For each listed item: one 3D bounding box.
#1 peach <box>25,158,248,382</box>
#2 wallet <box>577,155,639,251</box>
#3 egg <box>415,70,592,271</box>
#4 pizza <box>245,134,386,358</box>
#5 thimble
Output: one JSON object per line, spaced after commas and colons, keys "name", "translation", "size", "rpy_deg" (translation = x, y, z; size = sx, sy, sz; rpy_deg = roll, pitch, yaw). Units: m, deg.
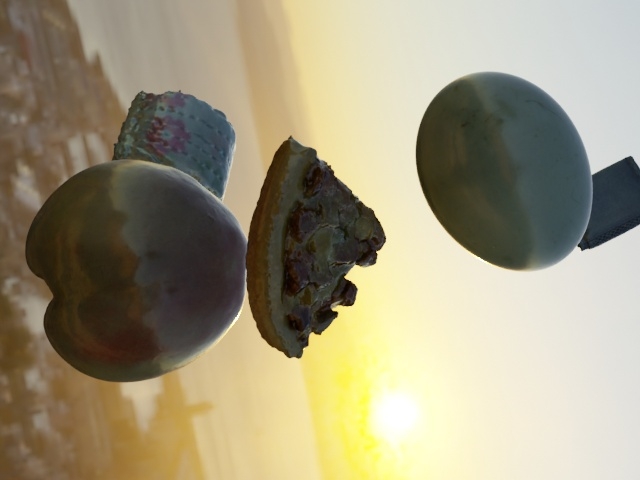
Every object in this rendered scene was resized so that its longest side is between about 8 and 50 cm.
{"name": "peach", "translation": [-0.232, 0.037, 1.879], "size": [0.247, 0.292, 0.292], "rpy_deg": [97, -18, -75]}
{"name": "wallet", "translation": [0.372, -0.046, 1.880], "size": [0.088, 0.129, 0.026], "rpy_deg": [61, -12, 16]}
{"name": "egg", "translation": [0.166, -0.060, 1.303], "size": [0.192, 0.149, 0.149], "rpy_deg": [63, 4, -13]}
{"name": "pizza", "translation": [0.000, 0.000, 1.120], "size": [0.046, 0.134, 0.175], "rpy_deg": [21, -56, 41]}
{"name": "thimble", "translation": [-0.240, -0.134, 2.299], "size": [0.211, 0.185, 0.149], "rpy_deg": [42, 51, -43]}
